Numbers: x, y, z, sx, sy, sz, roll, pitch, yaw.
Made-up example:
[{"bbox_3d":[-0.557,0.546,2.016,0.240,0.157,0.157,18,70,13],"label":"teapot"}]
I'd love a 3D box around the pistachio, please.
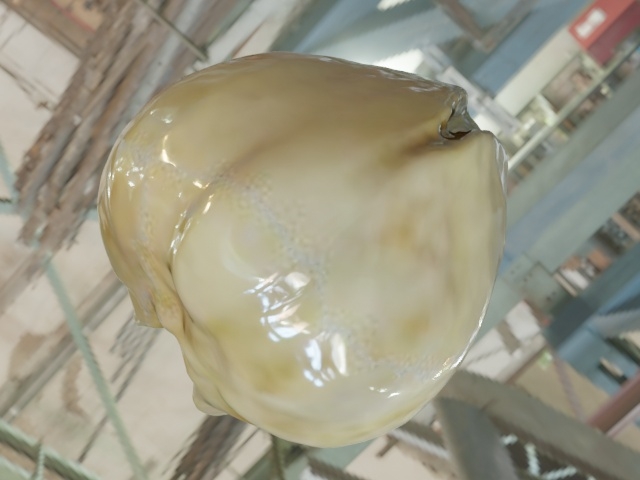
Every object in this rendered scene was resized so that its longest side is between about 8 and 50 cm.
[{"bbox_3d":[0.000,0.000,0.685,0.229,0.238,0.321,58,-167,8],"label":"pistachio"}]
